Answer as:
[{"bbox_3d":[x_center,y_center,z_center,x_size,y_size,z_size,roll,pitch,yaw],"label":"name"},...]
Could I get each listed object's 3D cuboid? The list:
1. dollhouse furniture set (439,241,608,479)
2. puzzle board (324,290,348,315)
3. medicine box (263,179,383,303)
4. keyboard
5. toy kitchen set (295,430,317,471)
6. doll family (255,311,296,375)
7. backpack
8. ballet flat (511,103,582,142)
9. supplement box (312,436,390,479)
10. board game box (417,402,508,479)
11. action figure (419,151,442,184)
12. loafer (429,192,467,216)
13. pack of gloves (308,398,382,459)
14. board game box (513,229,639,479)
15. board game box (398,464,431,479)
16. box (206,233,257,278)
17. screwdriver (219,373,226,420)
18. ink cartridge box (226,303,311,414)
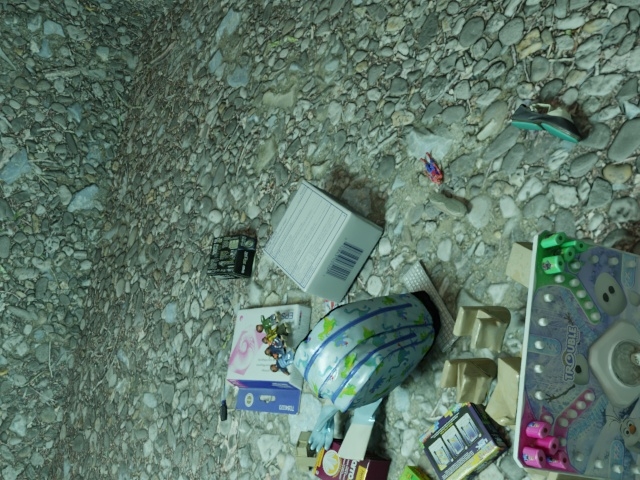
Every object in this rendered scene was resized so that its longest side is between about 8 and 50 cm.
[{"bbox_3d":[0.479,0.216,1.299,0.362,0.256,0.394,-140,56,-60],"label":"dollhouse furniture set"},{"bbox_3d":[0.046,0.165,1.960,0.096,0.011,0.128,-26,56,41],"label":"puzzle board"},{"bbox_3d":[0.000,0.000,1.966,0.263,0.149,0.289,-60,39,7],"label":"medicine box"},{"bbox_3d":[0.283,0.166,1.683,0.072,0.014,0.256,-48,43,24],"label":"keyboard"},{"bbox_3d":[-0.028,0.599,1.850,0.068,0.075,0.083,0,110,12],"label":"toy kitchen set"},{"bbox_3d":[-0.133,0.311,1.957,0.111,0.076,0.193,-34,55,25],"label":"doll family"},{"bbox_3d":[0.106,0.264,1.570,0.290,0.355,0.273,-50,47,26],"label":"backpack"},{"bbox_3d":[0.538,-0.285,1.541,0.203,0.074,0.074,33,100,53],"label":"ballet flat"},{"bbox_3d":[0.077,0.586,1.685,0.188,0.081,0.104,7,79,50],"label":"supplement box"},{"bbox_3d":[0.320,0.461,1.485,0.170,0.048,0.141,-50,45,22],"label":"board game box"},{"bbox_3d":[0.307,-0.194,1.801,0.038,0.030,0.115,-42,48,23],"label":"action figure"},{"bbox_3d":[0.339,-0.087,1.715,0.045,0.039,0.125,-39,41,-15],"label":"loafer"},{"bbox_3d":[0.062,0.451,1.718,0.195,0.046,0.232,-10,44,41],"label":"pack of gloves"},{"bbox_3d":[0.520,0.206,1.101,0.050,0.390,0.390,155,127,-69],"label":"board game box"},{"bbox_3d":[0.203,0.638,1.548,0.092,0.043,0.181,35,102,50],"label":"board game box"},{"bbox_3d":[-0.324,0.061,2.379,0.180,0.077,0.147,-8,69,47],"label":"box"},{"bbox_3d":[-0.331,0.532,2.231,0.025,0.024,0.170,115,155,-57],"label":"screwdriver"},{"bbox_3d":[-0.175,0.375,2.081,0.324,0.071,0.330,-12,64,46],"label":"ink cartridge box"}]
